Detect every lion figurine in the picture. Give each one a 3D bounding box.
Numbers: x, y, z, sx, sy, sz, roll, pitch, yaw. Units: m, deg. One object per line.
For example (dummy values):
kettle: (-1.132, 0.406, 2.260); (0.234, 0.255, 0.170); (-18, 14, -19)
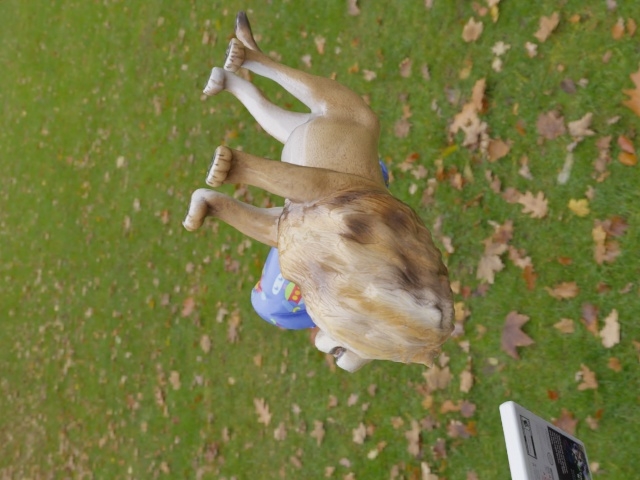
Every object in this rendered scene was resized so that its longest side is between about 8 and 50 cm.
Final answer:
lion figurine: (0.005, -0.069, 0.716); (0.142, 0.240, 0.392); (126, 154, -46)

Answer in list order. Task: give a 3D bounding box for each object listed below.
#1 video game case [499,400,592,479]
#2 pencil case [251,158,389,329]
video game case: (0.273, 0.299, 0.859); (0.022, 0.173, 0.190); (-31, 43, 32)
pencil case: (0.000, 0.000, 1.100); (0.119, 0.133, 0.306); (-47, -17, -58)
